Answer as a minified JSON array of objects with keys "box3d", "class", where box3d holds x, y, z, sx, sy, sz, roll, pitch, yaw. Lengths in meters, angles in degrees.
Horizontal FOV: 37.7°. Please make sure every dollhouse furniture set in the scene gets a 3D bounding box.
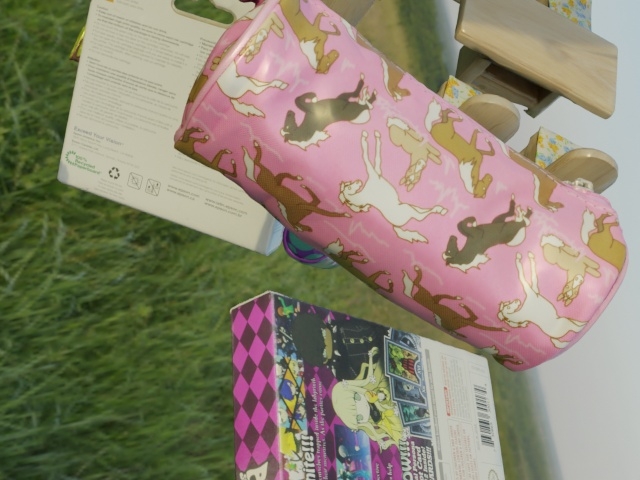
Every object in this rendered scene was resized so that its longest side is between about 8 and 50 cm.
[{"box3d":[0.200,-0.285,1.072,0.256,0.394,0.362,-44,-153,53],"class":"dollhouse furniture set"}]

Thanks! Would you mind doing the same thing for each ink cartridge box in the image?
[{"box3d":[-0.169,-0.185,1.247,0.071,0.324,0.330,-36,144,-69],"class":"ink cartridge box"}]

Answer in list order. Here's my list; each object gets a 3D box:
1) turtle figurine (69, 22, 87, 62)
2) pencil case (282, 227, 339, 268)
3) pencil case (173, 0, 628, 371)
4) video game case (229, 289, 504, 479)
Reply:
[{"box3d":[-0.265,-0.245,1.412,0.217,0.087,0.269,27,11,-25],"class":"turtle figurine"},{"box3d":[0.000,0.000,1.147,0.064,0.070,0.151,53,6,8],"class":"pencil case"},{"box3d":[0.066,-0.053,0.789,0.386,0.160,0.167,33,47,-10],"class":"pencil case"},{"box3d":[0.040,0.163,0.541,0.210,0.041,0.232,20,56,-43],"class":"video game case"}]
